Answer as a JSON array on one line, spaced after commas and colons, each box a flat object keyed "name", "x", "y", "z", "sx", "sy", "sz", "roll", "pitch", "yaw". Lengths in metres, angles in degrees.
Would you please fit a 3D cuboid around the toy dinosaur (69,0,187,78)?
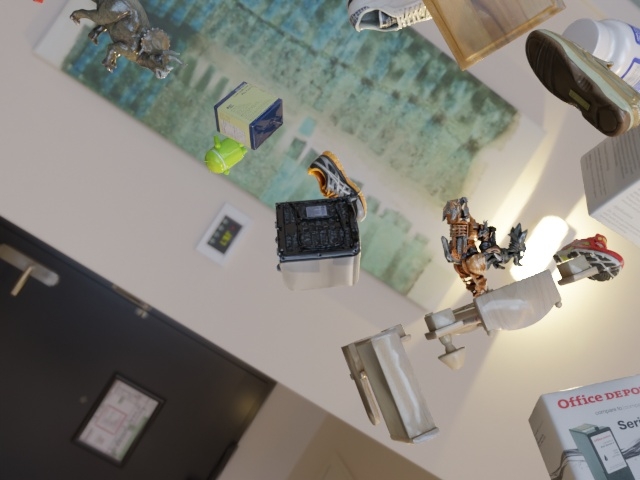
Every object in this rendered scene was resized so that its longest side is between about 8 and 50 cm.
[{"name": "toy dinosaur", "x": -0.442, "y": -0.480, "z": 1.462, "sx": 0.160, "sy": 0.313, "sz": 0.121, "roll": -33, "pitch": -170, "yaw": 6}]

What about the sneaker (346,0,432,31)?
[{"name": "sneaker", "x": 0.174, "y": -0.481, "z": 1.382, "sx": 0.090, "sy": 0.235, "sz": 0.094, "roll": 81, "pitch": 1, "yaw": -48}]

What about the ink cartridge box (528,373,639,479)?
[{"name": "ink cartridge box", "x": 0.510, "y": 0.392, "z": 1.117, "sx": 0.121, "sy": 0.211, "sz": 0.289, "roll": 84, "pitch": -6, "yaw": -51}]

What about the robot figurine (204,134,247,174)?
[{"name": "robot figurine", "x": -0.242, "y": -0.215, "z": 1.661, "sx": 0.115, "sy": 0.067, "sz": 0.101, "roll": -40, "pitch": 144, "yaw": -23}]

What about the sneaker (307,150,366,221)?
[{"name": "sneaker", "x": 0.045, "y": -0.136, "z": 1.780, "sx": 0.083, "sy": 0.214, "sz": 0.084, "roll": -33, "pitch": 174, "yaw": -26}]

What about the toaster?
[{"name": "toaster", "x": 0.000, "y": 0.000, "z": 1.325, "sx": 0.110, "sy": 0.186, "sz": 0.168, "roll": 87, "pitch": -4, "yaw": -47}]

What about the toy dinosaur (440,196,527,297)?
[{"name": "toy dinosaur", "x": 0.420, "y": 0.040, "z": 1.771, "sx": 0.219, "sy": 0.321, "sz": 0.164, "roll": -18, "pitch": -156, "yaw": -28}]

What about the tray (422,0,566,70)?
[{"name": "tray", "x": 0.233, "y": -0.529, "z": 1.144, "sx": 0.203, "sy": 0.410, "sz": 0.076, "roll": -29, "pitch": -164, "yaw": 19}]

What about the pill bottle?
[{"name": "pill bottle", "x": 0.669, "y": -0.409, "z": 1.489, "sx": 0.152, "sy": 0.272, "sz": 0.152, "roll": -23, "pitch": -117, "yaw": 57}]

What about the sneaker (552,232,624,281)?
[{"name": "sneaker", "x": 0.706, "y": 0.029, "z": 1.717, "sx": 0.118, "sy": 0.107, "sz": 0.279, "roll": -43, "pitch": -174, "yaw": -3}]

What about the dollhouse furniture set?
[{"name": "dollhouse furniture set", "x": 0.253, "y": 0.186, "z": 1.098, "sx": 0.356, "sy": 0.173, "sz": 0.303, "roll": -19, "pitch": 172, "yaw": -16}]

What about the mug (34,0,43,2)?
[{"name": "mug", "x": -0.586, "y": -0.606, "z": 1.413, "sx": 0.113, "sy": 0.150, "sz": 0.169, "roll": -24, "pitch": 168, "yaw": -35}]

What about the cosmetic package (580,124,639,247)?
[{"name": "cosmetic package", "x": 0.552, "y": -0.106, "z": 1.074, "sx": 0.184, "sy": 0.151, "sz": 0.151, "roll": -45, "pitch": -157, "yaw": 43}]

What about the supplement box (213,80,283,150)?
[{"name": "supplement box", "x": -0.120, "y": -0.210, "z": 1.109, "sx": 0.083, "sy": 0.083, "sz": 0.056, "roll": -49, "pitch": 157, "yaw": -32}]

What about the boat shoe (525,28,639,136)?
[{"name": "boat shoe", "x": 0.349, "y": -0.213, "z": 0.861, "sx": 0.072, "sy": 0.190, "sz": 0.068, "roll": -26, "pitch": 155, "yaw": -15}]
